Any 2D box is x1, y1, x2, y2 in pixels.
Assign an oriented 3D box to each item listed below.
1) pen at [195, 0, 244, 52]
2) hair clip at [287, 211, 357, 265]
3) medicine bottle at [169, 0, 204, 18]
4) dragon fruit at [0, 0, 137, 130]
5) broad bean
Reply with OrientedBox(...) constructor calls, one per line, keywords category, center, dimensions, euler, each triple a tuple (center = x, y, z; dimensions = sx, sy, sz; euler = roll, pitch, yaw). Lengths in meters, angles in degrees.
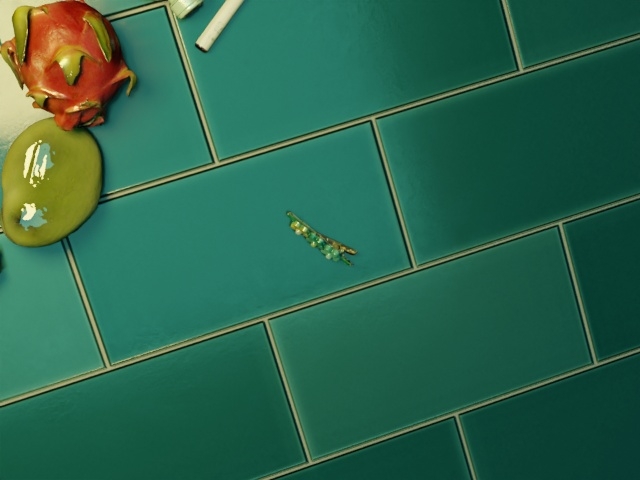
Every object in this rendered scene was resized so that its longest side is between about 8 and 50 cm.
OrientedBox(category="pen", center=(-0.158, -0.484, 1.890), dimensions=(0.033, 0.033, 0.269), euler=(36, 91, -11))
OrientedBox(category="hair clip", center=(0.000, 0.000, 1.969), dimensions=(0.173, 0.049, 0.049), euler=(33, 91, -13))
OrientedBox(category="medicine bottle", center=(-0.316, -0.533, 1.832), dimensions=(0.121, 0.083, 0.229), euler=(-39, 100, -2))
OrientedBox(category="dragon fruit", center=(-0.466, -0.326, 1.770), dimensions=(0.224, 0.224, 0.227), euler=(-23, 81, -6))
OrientedBox(category="broad bean", center=(-0.516, -0.106, 1.835), dimensions=(0.189, 0.121, 0.263), euler=(18, 92, -15))
